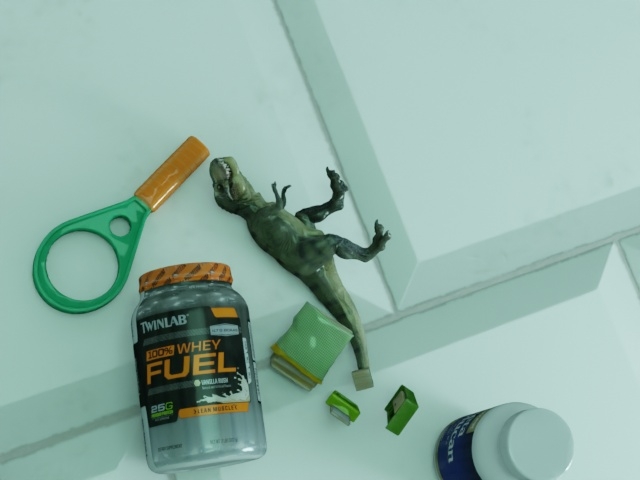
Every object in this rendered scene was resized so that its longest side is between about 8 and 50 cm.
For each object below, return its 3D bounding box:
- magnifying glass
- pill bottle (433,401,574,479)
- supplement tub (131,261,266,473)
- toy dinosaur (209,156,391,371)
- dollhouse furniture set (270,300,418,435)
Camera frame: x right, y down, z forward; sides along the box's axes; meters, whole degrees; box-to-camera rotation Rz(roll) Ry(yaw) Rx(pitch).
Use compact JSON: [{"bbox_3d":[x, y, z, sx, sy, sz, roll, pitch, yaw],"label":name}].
[{"bbox_3d":[-0.198,-0.020,1.297,0.092,0.026,0.231,42,70,-2],"label":"magnifying glass"},{"bbox_3d":[0.183,0.211,1.267,0.094,0.169,0.094,4,74,-16],"label":"pill bottle"},{"bbox_3d":[-0.120,0.123,1.230,0.117,0.117,0.190,-5,77,-18],"label":"supplement tub"},{"bbox_3d":[0.000,0.000,1.328,0.118,0.064,0.268,-40,92,-4],"label":"toy dinosaur"},{"bbox_3d":[0.023,0.136,1.285,0.151,0.058,0.076,35,98,-4],"label":"dollhouse furniture set"}]
